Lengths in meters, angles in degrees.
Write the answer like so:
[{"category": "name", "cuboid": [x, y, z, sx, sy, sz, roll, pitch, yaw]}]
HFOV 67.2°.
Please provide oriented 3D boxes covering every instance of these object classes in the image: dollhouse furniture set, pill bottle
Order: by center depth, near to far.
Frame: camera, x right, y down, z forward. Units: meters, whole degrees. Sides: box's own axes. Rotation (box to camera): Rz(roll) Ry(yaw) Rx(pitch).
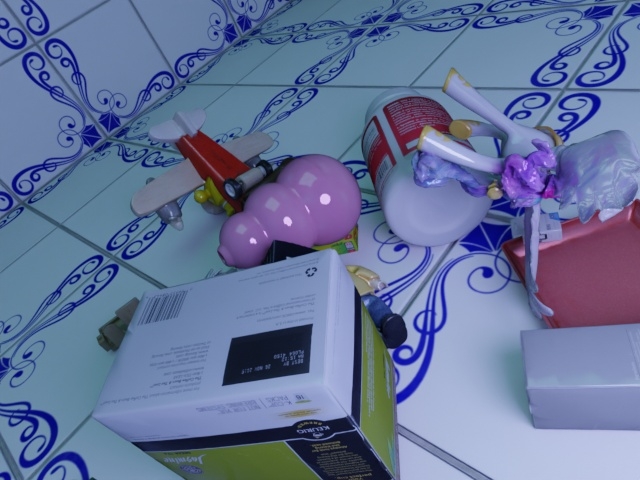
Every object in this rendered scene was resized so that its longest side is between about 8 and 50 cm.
[{"category": "pill bottle", "cuboid": [0.220, -0.194, 1.112, 0.228, 0.229, 0.408, -20, 39, 9]}, {"category": "dollhouse furniture set", "cuboid": [-0.495, 0.190, 1.181, 0.144, 0.123, 0.151, -38, 39, -14]}]

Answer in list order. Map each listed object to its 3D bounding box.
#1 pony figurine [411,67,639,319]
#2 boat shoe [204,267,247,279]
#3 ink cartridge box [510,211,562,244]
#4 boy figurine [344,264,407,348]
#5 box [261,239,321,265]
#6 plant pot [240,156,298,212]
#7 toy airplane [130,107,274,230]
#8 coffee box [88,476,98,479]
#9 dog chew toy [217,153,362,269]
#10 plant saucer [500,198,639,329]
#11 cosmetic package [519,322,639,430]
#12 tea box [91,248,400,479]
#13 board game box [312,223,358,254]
[{"category": "pony figurine", "cuboid": [0.333, -0.106, 0.773, 0.363, 0.303, 0.351, 23, 52, 8]}, {"category": "boat shoe", "cuboid": [-0.241, 0.136, 1.011, 0.320, 0.103, 0.118, -29, 45, 45]}, {"category": "ink cartridge box", "cuboid": [0.400, -0.021, 0.895, 0.083, 0.028, 0.048, -8, 43, 23]}, {"category": "boy figurine", "cuboid": [0.044, 0.121, 0.970, 0.177, 0.092, 0.285, -36, 38, -10]}, {"category": "box", "cuboid": [-0.075, 0.129, 0.923, 0.108, 0.207, 0.153, 15, 43, -17]}, {"category": "plant pot", "cuboid": [-0.101, -0.101, 1.219, 0.166, 0.167, 0.165, 16, 43, 41]}, {"category": "toy airplane", "cuboid": [-0.323, -0.192, 1.397, 0.385, 0.273, 0.385, 4, 52, -12]}, {"category": "coffee box", "cuboid": [-0.448, 0.526, 0.839, 0.184, 0.040, 0.113, -43, 40, -20]}, {"category": "dog chew toy", "cuboid": [-0.071, -0.047, 1.042, 0.331, 0.207, 0.206, -34, 38, -21]}, {"category": "plant saucer", "cuboid": [0.482, 0.058, 0.818, 0.258, 0.048, 0.259, -21, 39, 10]}, {"category": "cosmetic package", "cuboid": [0.404, 0.187, 0.654, 0.237, 0.127, 0.107, -5, 44, 23]}, {"category": "tea box", "cuboid": [-0.079, 0.224, 0.735, 0.328, 0.324, 0.220, -13, 41, 17]}, {"category": "board game box", "cuboid": [0.000, 0.000, 1.170, 0.181, 0.043, 0.092, -14, 40, 17]}]
